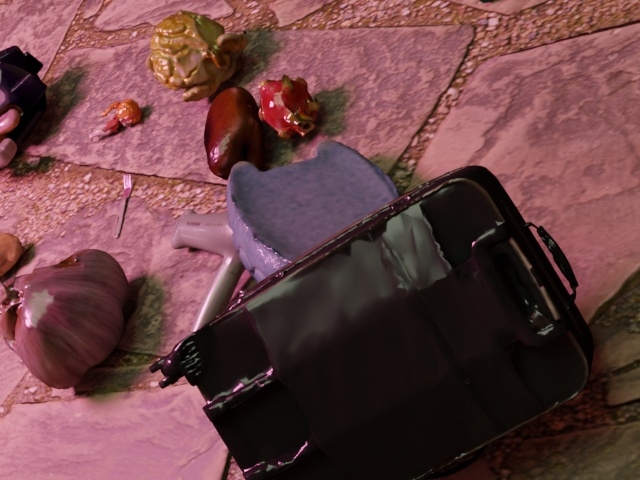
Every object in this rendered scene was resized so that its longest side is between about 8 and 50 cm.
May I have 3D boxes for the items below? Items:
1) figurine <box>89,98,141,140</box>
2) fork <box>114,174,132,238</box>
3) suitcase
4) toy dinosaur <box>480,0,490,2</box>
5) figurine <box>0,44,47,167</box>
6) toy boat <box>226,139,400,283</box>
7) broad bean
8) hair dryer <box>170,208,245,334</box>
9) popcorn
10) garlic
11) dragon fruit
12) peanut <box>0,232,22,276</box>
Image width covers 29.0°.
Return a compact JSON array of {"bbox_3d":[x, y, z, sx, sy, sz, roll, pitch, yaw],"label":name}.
[{"bbox_3d":[-0.345,-0.199,2.051,0.109,0.047,0.064,-26,22,30],"label":"figurine"},{"bbox_3d":[-0.309,-0.052,1.935,0.016,0.012,0.115,-17,54,34],"label":"fork"},{"bbox_3d":[0.069,0.123,1.308,0.434,0.283,0.194,-32,-1,17],"label":"suitcase"},{"bbox_3d":[0.234,-0.390,1.687,0.096,0.132,0.059,-13,28,-32],"label":"toy dinosaur"},{"bbox_3d":[-0.593,-0.212,2.186,0.309,0.143,0.308,-8,70,24],"label":"figurine"},{"bbox_3d":[0.000,0.000,1.559,0.215,0.123,0.330,-15,36,-17],"label":"toy boat"},{"bbox_3d":[-0.129,-0.157,1.814,0.114,0.084,0.165,-46,36,20],"label":"broad bean"},{"bbox_3d":[-0.162,0.066,1.702,0.206,0.075,0.237,2,68,48],"label":"hair dryer"},{"bbox_3d":[-0.201,-0.292,1.937,0.162,0.135,0.141,-4,34,51],"label":"popcorn"},{"bbox_3d":[-0.400,0.085,1.772,0.207,0.257,0.207,-47,-1,-1],"label":"garlic"},{"bbox_3d":[-0.045,-0.187,1.773,0.086,0.081,0.116,-27,44,5],"label":"dragon fruit"},{"bbox_3d":[-0.562,0.033,2.028,0.175,0.080,0.080,-21,48,21],"label":"peanut"}]
